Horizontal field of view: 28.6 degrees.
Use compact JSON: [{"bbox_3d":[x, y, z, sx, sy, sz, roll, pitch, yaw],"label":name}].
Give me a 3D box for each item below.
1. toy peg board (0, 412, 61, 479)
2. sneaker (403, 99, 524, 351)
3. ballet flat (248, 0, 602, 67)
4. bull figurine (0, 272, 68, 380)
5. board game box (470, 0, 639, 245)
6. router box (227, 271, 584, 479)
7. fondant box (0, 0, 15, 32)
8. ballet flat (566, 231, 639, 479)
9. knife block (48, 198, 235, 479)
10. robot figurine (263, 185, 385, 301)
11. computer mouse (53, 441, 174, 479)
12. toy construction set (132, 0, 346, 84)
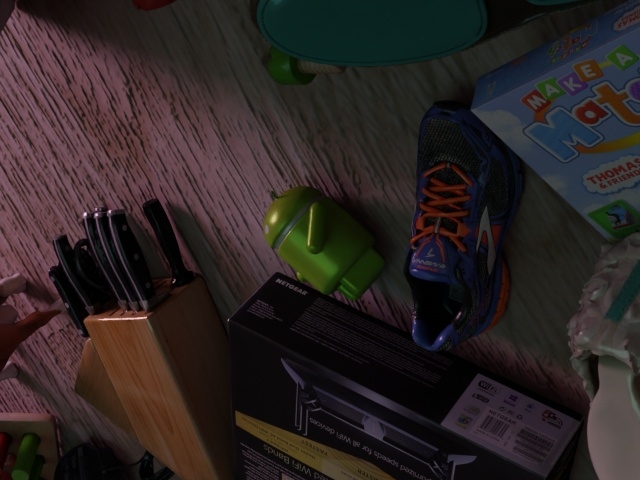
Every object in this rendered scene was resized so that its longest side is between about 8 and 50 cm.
[{"bbox_3d":[-0.398,0.292,1.508,0.160,0.079,0.161,1,123,0],"label":"toy peg board"},{"bbox_3d":[0.106,-0.004,0.982,0.083,0.087,0.221,12,124,31],"label":"sneaker"},{"bbox_3d":[0.110,-0.187,0.810,0.316,0.106,0.108,-7,131,16],"label":"ballet flat"},{"bbox_3d":[-0.404,0.140,1.388,0.101,0.188,0.310,52,135,-2],"label":"bull figurine"},{"bbox_3d":[0.228,-0.062,0.830,0.211,0.039,0.160,40,140,-24],"label":"board game box"},{"bbox_3d":[0.064,0.193,1.126,0.308,0.081,0.243,25,137,23],"label":"router box"},{"bbox_3d":[-0.323,-0.214,1.003,0.096,0.330,0.238,13,130,-6],"label":"fondant box"},{"bbox_3d":[0.254,0.180,0.919,0.147,0.147,0.409,2,127,36],"label":"ballet flat"},{"bbox_3d":[-0.148,0.093,1.234,0.275,0.088,0.242,36,134,14],"label":"knife block"},{"bbox_3d":[0.000,0.000,1.078,0.115,0.067,0.101,41,166,7],"label":"robot figurine"},{"bbox_3d":[-0.223,0.258,1.436,0.242,0.041,0.071,-21,69,39],"label":"computer mouse"},{"bbox_3d":[-0.110,-0.243,0.919,0.237,0.257,0.309,7,151,40],"label":"toy construction set"}]
